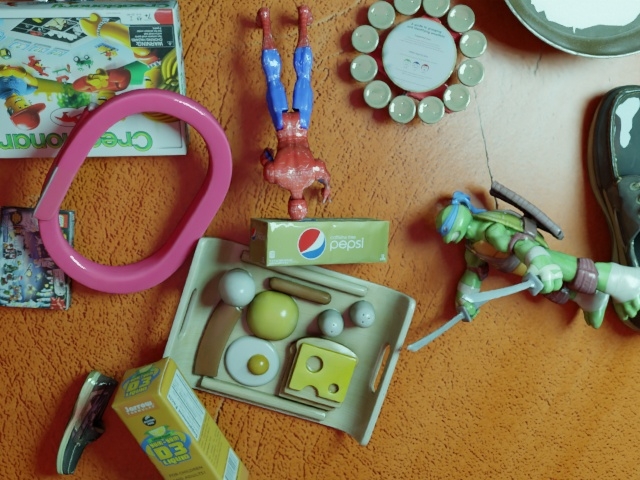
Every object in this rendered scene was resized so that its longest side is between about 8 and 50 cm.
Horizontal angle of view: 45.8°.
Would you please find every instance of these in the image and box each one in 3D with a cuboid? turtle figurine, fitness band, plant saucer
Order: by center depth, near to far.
[{"bbox_3d":[0.358,-0.388,0.962,0.311,0.050,0.310,-1,99,-4],"label":"plant saucer"},{"bbox_3d":[-0.241,-0.061,0.981,0.209,0.054,0.290,27,108,-28],"label":"fitness band"},{"bbox_3d":[0.264,0.074,0.997,0.266,0.274,0.197,17,131,-5],"label":"turtle figurine"}]

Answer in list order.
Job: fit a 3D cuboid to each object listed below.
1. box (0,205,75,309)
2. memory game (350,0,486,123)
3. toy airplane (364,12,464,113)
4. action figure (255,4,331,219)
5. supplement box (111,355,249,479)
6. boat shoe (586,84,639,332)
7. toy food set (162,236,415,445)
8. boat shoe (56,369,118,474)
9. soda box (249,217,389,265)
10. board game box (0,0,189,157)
[{"bbox_3d":[-0.388,0.024,1.034,0.094,0.027,0.136,3,96,-5],"label":"box"},{"bbox_3d":[0.130,-0.246,1.014,0.186,0.012,0.186,0,93,3],"label":"memory game"},{"bbox_3d":[0.142,-0.241,1.035,0.151,0.028,0.151,0,96,-2],"label":"toy airplane"},{"bbox_3d":[-0.037,-0.153,1.014,0.092,0.139,0.280,-4,75,0],"label":"action figure"},{"bbox_3d":[-0.183,0.270,1.014,0.078,0.080,0.233,-20,114,15],"label":"supplement box"},{"bbox_3d":[0.459,-0.038,1.027,0.132,0.130,0.355,-14,98,-2],"label":"boat shoe"},{"bbox_3d":[-0.048,0.140,1.037,0.306,0.092,0.219,17,95,-5],"label":"toy food set"},{"bbox_3d":[-0.324,0.258,1.052,0.049,0.056,0.152,19,95,0],"label":"boat shoe"},{"bbox_3d":[0.000,0.000,1.006,0.181,0.061,0.058,-2,98,-28],"label":"soda box"},{"bbox_3d":[-0.328,-0.203,0.966,0.306,0.053,0.192,-2,120,-3],"label":"board game box"}]
